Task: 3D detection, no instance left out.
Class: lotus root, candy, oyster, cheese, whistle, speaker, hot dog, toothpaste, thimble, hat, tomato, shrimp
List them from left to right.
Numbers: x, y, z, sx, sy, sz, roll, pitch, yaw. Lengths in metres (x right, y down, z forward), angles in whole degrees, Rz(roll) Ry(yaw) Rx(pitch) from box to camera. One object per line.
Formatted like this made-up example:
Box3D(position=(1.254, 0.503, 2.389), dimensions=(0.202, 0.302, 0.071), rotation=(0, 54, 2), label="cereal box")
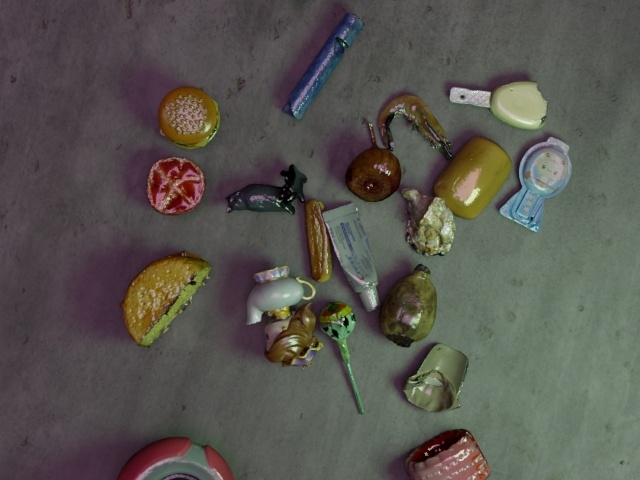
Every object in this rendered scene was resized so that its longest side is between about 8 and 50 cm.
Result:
Box3D(position=(-0.363, -0.136, 1.864), dimensions=(0.156, 0.069, 0.155), rotation=(0, 87, 1), label="tomato")
Box3D(position=(-0.340, 0.623, 1.749), dimensions=(0.295, 0.294, 0.294), rotation=(0, 89, -2), label="speaker")
Box3D(position=(0.000, 0.000, 1.882), dimensions=(0.066, 0.047, 0.215), rotation=(-9, 88, 35), label="hot dog")
Box3D(position=(0.005, -0.448, 1.887), dimensions=(0.062, 0.062, 0.304), rotation=(34, 89, -1), label="whistle")
Box3D(position=(0.074, 0.303, 1.873), dimensions=(0.091, 0.083, 0.305), rotation=(-17, 97, 3), label="candy")
Box3D(position=(0.094, 0.047, 1.873), dimensions=(0.069, 0.099, 0.282), rotation=(-18, 90, 27), label="toothpaste")
Box3D(position=(0.230, 0.165, 1.848), dimensions=(0.139, 0.138, 0.213), rotation=(24, 85, -1), label="lotus root")
Box3D(position=(0.245, -0.273, 1.895), dimensions=(0.152, 0.046, 0.219), rotation=(-41, 86, -3), label="shrimp")
Box3D(position=(0.260, -0.051, 1.861), dimensions=(0.191, 0.081, 0.163), rotation=(50, 123, 26), label="oyster")
Box3D(position=(0.309, 0.357, 1.880), dimensions=(0.147, 0.085, 0.175), rotation=(30, 65, 10), label="hat")
Box3D(position=(0.314, 0.562, 1.820), dimensions=(0.190, 0.163, 0.124), rotation=(-29, 90, 5), label="thimble")
Box3D(position=(0.463, -0.366, 1.902), dimensions=(0.256, 0.050, 0.127), rotation=(9, 89, -1), label="cheese")
Box3D(position=(0.568, -0.152, 1.899), dimensions=(0.135, 0.052, 0.244), rotation=(28, 88, -1), label="cheese")

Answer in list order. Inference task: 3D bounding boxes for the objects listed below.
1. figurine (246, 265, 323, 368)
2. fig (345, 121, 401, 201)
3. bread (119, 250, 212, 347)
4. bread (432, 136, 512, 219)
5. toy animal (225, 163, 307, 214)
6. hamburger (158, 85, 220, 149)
Box3D(position=(-0.090, 0.198, 1.828), dimensions=(0.190, 0.142, 0.263), rotation=(-16, 87, -2), label="figurine")
Box3D(position=(0.132, -0.201, 1.874), dimensions=(0.146, 0.134, 0.201), rotation=(-26, 45, 23), label="fig")
Box3D(position=(-0.401, 0.128, 1.817), dimensions=(0.147, 0.160, 0.260), rotation=(41, 94, 6), label="bread")
Box3D(position=(0.394, -0.162, 1.874), dimensions=(0.147, 0.098, 0.217), rotation=(35, 89, -4), label="bread")
Box3D(position=(-0.137, -0.107, 1.878), dimensions=(0.210, 0.121, 0.117), rotation=(-15, 134, 14), label="toy animal")
Box3D(position=(-0.333, -0.309, 1.846), dimensions=(0.162, 0.115, 0.161), rotation=(0, 90, -2), label="hamburger")
